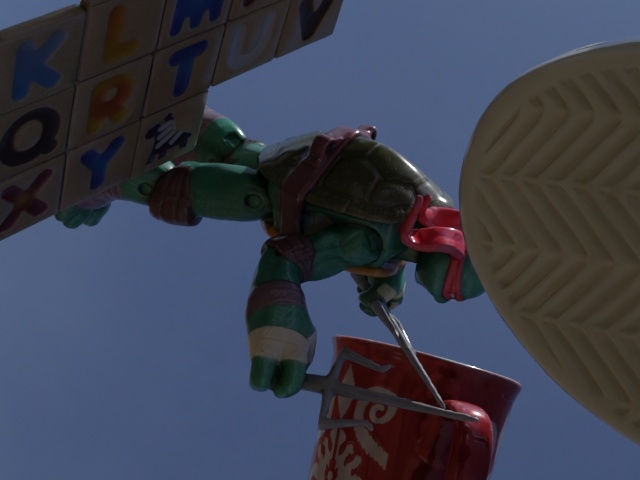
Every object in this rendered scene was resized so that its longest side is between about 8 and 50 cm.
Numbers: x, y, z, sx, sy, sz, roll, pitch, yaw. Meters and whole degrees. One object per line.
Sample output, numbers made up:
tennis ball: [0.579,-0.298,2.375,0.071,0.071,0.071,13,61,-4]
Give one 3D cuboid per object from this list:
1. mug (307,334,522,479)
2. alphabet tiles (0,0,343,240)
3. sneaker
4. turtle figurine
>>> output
mug: [0.036,0.146,0.714,0.113,0.150,0.169,14,-97,14]
alphabet tiles: [-0.065,-0.091,0.513,0.009,0.237,0.198,45,-38,21]
sneaker: [0.217,0.016,0.375,0.350,0.148,0.131,18,-69,27]
turtle figurine: [0.000,0.000,0.608,0.234,0.175,0.118,25,-79,24]
